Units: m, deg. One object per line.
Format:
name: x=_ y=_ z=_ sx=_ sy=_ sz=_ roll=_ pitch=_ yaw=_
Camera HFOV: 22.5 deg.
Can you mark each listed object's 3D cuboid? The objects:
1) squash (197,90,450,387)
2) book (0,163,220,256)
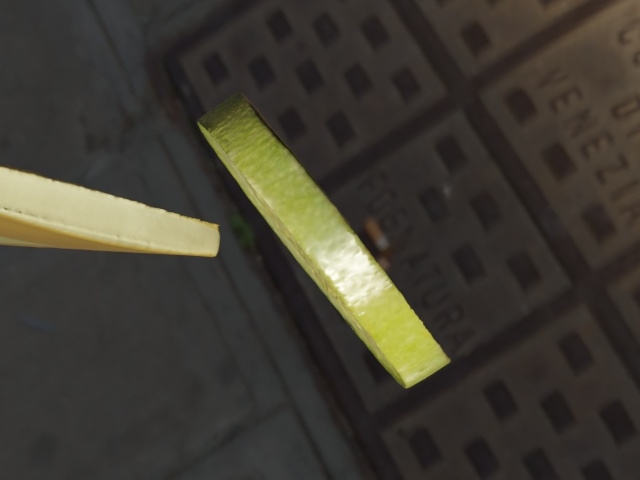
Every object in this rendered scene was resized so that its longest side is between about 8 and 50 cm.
squash: x=0.000 y=0.000 z=1.167 sx=0.049 sy=0.252 sz=0.252 roll=-37 pitch=61 yaw=-1
book: x=-0.291 y=-0.023 z=0.988 sx=0.388 sy=0.269 sz=0.032 roll=3 pitch=83 yaw=29
